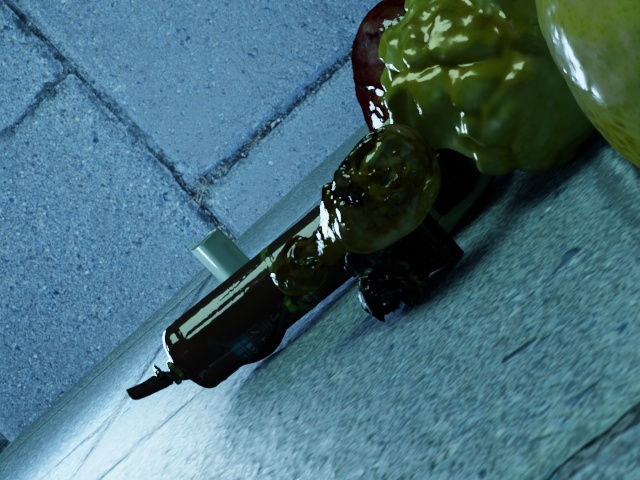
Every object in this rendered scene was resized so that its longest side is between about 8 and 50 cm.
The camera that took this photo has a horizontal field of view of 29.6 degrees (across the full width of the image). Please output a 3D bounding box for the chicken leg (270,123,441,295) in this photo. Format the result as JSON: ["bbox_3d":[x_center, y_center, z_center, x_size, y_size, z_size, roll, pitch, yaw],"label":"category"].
[{"bbox_3d":[0.026,-0.017,1.112,0.107,0.087,0.251,-50,3,-39],"label":"chicken leg"}]

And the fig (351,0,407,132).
[{"bbox_3d":[0.146,-0.214,1.575,0.224,0.224,0.263,-43,13,-4],"label":"fig"}]

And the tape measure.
[{"bbox_3d":[0.108,-0.059,1.272,0.207,0.115,0.235,-42,15,10],"label":"tape measure"}]

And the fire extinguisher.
[{"bbox_3d":[-0.082,0.080,1.441,0.341,0.105,0.141,-39,-20,4],"label":"fire extinguisher"}]

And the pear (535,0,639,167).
[{"bbox_3d":[0.230,-0.146,0.595,0.271,0.271,0.271,-42,6,6],"label":"pear"}]

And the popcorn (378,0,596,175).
[{"bbox_3d":[0.179,-0.177,1.102,0.266,0.192,0.233,-6,37,19],"label":"popcorn"}]

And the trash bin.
[{"bbox_3d":[-0.151,0.044,2.043,0.059,0.130,0.116,-45,7,-12],"label":"trash bin"}]

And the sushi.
[{"bbox_3d":[0.072,0.030,1.112,0.083,0.056,0.085,-36,8,44],"label":"sushi"}]
